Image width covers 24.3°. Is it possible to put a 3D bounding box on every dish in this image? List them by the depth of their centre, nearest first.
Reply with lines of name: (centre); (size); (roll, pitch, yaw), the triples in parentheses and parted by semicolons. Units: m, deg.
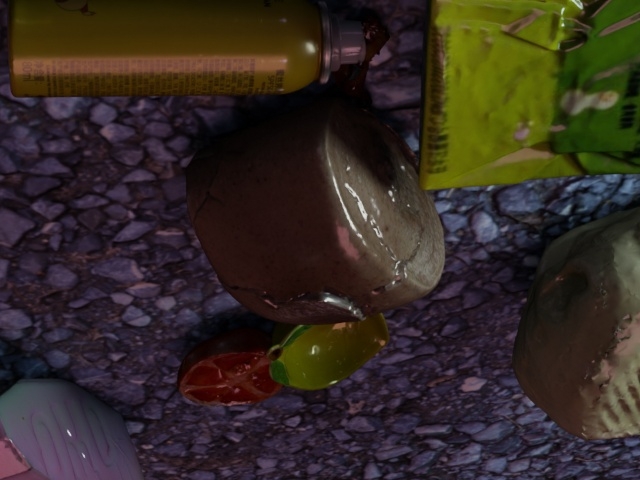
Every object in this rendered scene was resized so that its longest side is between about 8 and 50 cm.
dish: (-0.006, 0.116, 1.912); (0.208, 0.080, 0.149); (1, 127, -43)

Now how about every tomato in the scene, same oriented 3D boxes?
tomato: (-0.118, 0.161, 1.981); (0.156, 0.069, 0.155); (-7, 147, -5)

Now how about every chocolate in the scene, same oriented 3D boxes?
chocolate: (0.239, -0.196, 1.513); (0.289, 0.137, 0.301); (-6, 143, -4)

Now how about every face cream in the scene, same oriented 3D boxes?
face cream: (-0.129, -0.194, 1.466); (0.349, 0.105, 0.105); (-1, 143, -9)

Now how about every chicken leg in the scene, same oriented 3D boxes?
chicken leg: (0.040, -0.187, 1.575); (0.062, 0.037, 0.145); (-13, 148, -22)

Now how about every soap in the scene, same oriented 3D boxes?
soap: (-0.371, 0.284, 1.980); (0.109, 0.193, 0.324); (-27, 166, 17)

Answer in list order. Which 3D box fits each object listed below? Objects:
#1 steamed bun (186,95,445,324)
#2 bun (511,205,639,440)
steamed bun: (0.000, 0.000, 1.668); (0.251, 0.199, 0.301); (-22, 144, 22)
bun: (0.410, 0.083, 1.856); (0.326, 0.234, 0.362); (15, 123, -38)
